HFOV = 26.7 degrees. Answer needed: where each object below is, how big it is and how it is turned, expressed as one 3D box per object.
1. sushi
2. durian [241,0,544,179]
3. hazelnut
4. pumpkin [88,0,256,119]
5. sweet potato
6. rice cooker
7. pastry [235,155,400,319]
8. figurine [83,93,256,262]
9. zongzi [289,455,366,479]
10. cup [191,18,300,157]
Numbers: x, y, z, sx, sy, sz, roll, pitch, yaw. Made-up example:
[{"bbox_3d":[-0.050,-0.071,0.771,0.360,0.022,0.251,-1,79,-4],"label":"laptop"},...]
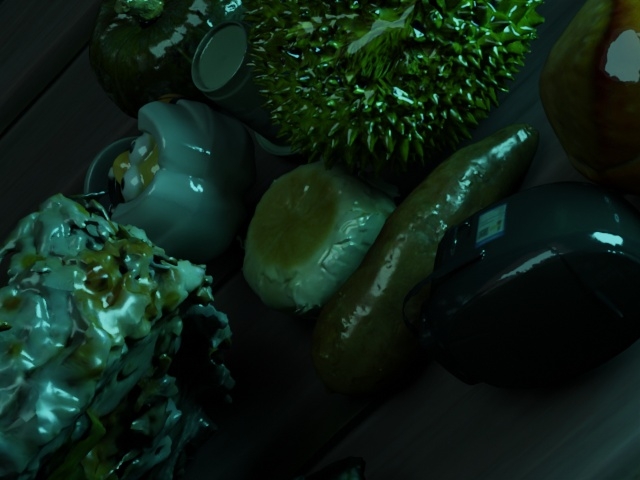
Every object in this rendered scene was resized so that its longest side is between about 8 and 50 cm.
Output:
[{"bbox_3d":[-0.235,0.159,1.130,0.176,0.417,0.417,37,95,14],"label":"sushi"},{"bbox_3d":[0.063,-0.203,1.181,0.291,0.224,0.291,1,67,-3],"label":"durian"},{"bbox_3d":[0.258,-0.111,1.020,0.182,0.182,0.182,-22,53,33],"label":"hazelnut"},{"bbox_3d":[-0.167,-0.234,1.483,0.219,0.162,0.219,-17,60,33],"label":"pumpkin"},{"bbox_3d":[0.089,0.015,1.148,0.292,0.097,0.097,-54,43,2],"label":"sweet potato"},{"bbox_3d":[0.163,0.036,1.034,0.203,0.142,0.118,-24,40,30],"label":"rice cooker"},{"bbox_3d":[0.000,0.000,1.243,0.166,0.088,0.166,-23,53,34],"label":"pastry"},{"bbox_3d":[-0.147,-0.065,1.335,0.236,0.133,0.176,-176,99,-69],"label":"figurine"},{"bbox_3d":[-0.111,0.379,1.082,0.383,0.362,0.319,-5,54,-2],"label":"zongzi"},{"bbox_3d":[-0.051,-0.158,1.344,0.120,0.141,0.120,-20,57,33],"label":"cup"}]
